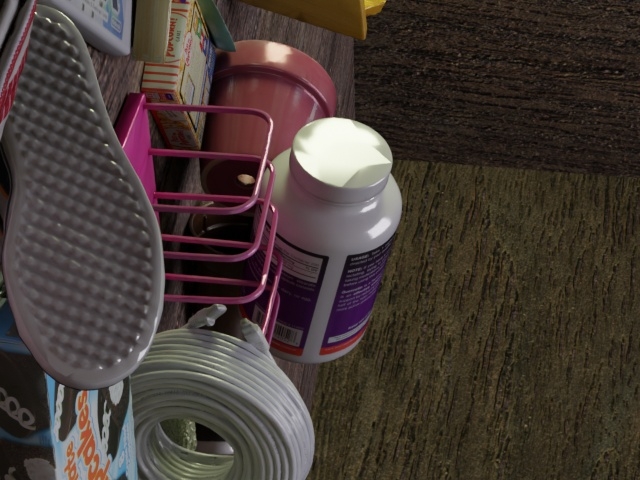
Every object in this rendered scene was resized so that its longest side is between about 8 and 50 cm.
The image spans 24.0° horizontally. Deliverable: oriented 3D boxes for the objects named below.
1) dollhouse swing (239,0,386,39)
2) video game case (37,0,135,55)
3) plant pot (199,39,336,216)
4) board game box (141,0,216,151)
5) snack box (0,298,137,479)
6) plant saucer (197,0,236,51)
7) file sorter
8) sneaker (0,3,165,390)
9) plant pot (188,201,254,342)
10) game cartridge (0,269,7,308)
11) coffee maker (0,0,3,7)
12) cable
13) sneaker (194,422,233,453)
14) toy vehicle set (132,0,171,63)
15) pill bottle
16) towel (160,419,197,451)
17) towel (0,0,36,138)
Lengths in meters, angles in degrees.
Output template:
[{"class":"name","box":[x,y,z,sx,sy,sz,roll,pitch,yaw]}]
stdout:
[{"class":"dollhouse swing","box":[0.005,-0.559,2.257,0.305,0.315,0.346,121,-17,-55]},{"class":"video game case","box":[-0.222,-0.354,1.459,0.329,0.036,0.299,24,71,-83]},{"class":"plant pot","box":[-0.086,-0.140,2.049,0.201,0.201,0.180,86,10,-52]},{"class":"board game box","box":[-0.176,-0.214,1.904,0.193,0.045,0.146,76,20,-70]},{"class":"snack box","box":[-0.219,0.167,1.312,0.187,0.060,0.321,-68,162,-56]},{"class":"plant saucer","box":[-0.149,-0.296,1.983,0.119,0.021,0.119,60,-5,8]},{"class":"file sorter","box":[-0.145,0.009,1.749,0.202,0.182,0.290,-78,170,-48]},{"class":"sneaker","box":[-0.202,-0.021,1.195,0.127,0.126,0.321,117,-38,-62]},{"class":"plant pot","box":[-0.116,0.048,2.184,0.167,0.167,0.165,-75,176,-57]},{"class":"game cartridge","box":[-0.261,0.104,1.404,0.294,0.060,0.196,-69,167,-66]},{"class":"coffee maker","box":[-0.268,-0.159,0.980,0.171,0.120,0.178,120,-13,-46]},{"class":"cable","box":[-0.133,0.217,1.672,0.257,0.257,0.089,54,29,-20]},{"class":"sneaker","box":[-0.145,0.229,2.282,0.296,0.105,0.146,-80,172,-81]},{"class":"toy vehicle set","box":[-0.176,-0.336,1.661,0.166,0.035,0.266,-108,-156,-76]},{"class":"pill bottle","box":[0.000,0.000,1.934,0.323,0.182,0.181,105,-3,-46]},{"class":"towel","box":[-0.198,0.191,1.745,0.027,0.110,0.148,-63,159,-54]},{"class":"towel","box":[-0.249,0.015,1.013,0.329,0.037,0.237,122,-18,-52]}]
